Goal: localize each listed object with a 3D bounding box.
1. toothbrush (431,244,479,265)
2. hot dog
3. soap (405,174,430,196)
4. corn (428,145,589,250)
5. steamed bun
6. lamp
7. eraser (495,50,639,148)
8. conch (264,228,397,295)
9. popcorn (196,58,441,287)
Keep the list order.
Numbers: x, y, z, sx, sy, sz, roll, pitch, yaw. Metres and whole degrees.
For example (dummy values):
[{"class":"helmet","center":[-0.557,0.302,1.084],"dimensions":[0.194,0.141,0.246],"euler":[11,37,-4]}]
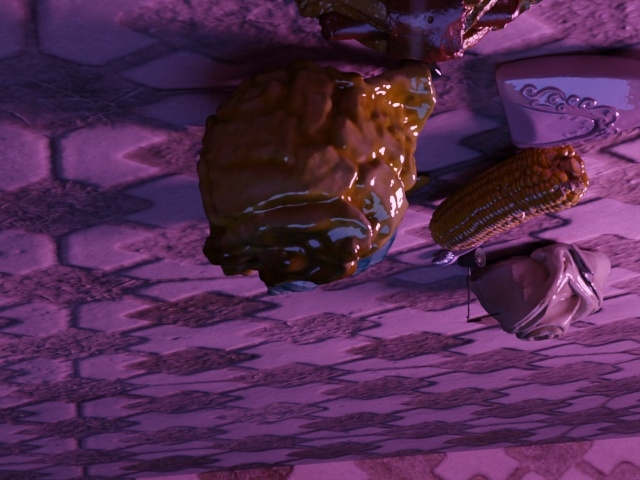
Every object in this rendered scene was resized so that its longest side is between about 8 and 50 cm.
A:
[{"class":"toothbrush","center":[0.261,-0.009,2.131],"dimensions":[0.027,0.021,0.269],"euler":[0,159,-34]},{"class":"hot dog","center":[0.108,-0.229,1.372],"dimensions":[0.261,0.093,0.123],"euler":[-8,160,3]},{"class":"soap","center":[0.121,-0.073,1.922],"dimensions":[0.034,0.012,0.089],"euler":[7,156,-32]},{"class":"corn","center":[0.255,-0.055,1.889],"dimensions":[0.101,0.101,0.291],"euler":[6,158,-32]},{"class":"steamed bun","center":[0.377,0.097,2.281],"dimensions":[0.211,0.144,0.218],"euler":[-23,155,36]},{"class":"lamp","center":[0.250,0.074,2.232],"dimensions":[0.054,0.121,0.041],"euler":[-10,-174,38]},{"class":"eraser","center":[0.343,-0.166,1.656],"dimensions":[0.243,0.059,0.204],"euler":[-4,159,14]},{"class":"conch","center":[-0.002,0.003,1.904],"dimensions":[0.202,0.134,0.196],"euler":[-26,140,35]},{"class":"popcorn","center":[-0.016,-0.069,1.565],"dimensions":[0.292,0.237,0.293],"euler":[-3,157,-1]}]
